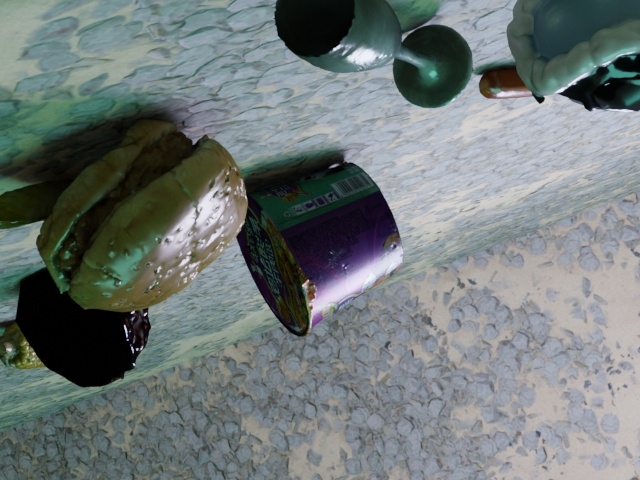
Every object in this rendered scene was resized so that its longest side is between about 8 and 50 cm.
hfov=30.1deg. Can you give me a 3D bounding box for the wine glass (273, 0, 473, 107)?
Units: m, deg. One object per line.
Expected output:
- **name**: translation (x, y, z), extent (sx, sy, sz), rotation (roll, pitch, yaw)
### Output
- **wine glass**: translation (0.118, -0.149, 1.192), extent (0.096, 0.264, 0.309), rotation (-52, 159, 15)

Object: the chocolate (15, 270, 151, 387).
- **chocolate**: translation (-0.369, 0.119, 2.015), extent (0.177, 0.224, 0.206), rotation (-48, 162, -52)

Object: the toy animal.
- **toy animal**: translation (0.326, -0.234, 1.281), extent (0.208, 0.204, 0.156), rotation (4, 147, -18)

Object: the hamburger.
- **hamburger**: translation (-0.204, -0.017, 1.433), extent (0.259, 0.145, 0.283), rotation (-49, 173, 0)

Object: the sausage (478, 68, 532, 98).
- **sausage**: translation (0.272, -0.220, 1.660), extent (0.131, 0.041, 0.039), rotation (-10, 172, -39)

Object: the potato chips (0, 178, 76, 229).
- **potato chips**: translation (-0.308, -0.036, 1.520), extent (0.057, 0.080, 0.407), rotation (-4, 175, 14)

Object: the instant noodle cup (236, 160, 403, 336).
- **instant noodle cup**: translation (0.000, 0.000, 1.849), extent (0.190, 0.251, 0.251), rotation (-25, 172, -18)

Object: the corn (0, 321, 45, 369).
- **corn**: translation (-0.529, 0.197, 2.298), extent (0.097, 0.097, 0.262), rotation (-23, 170, 25)
